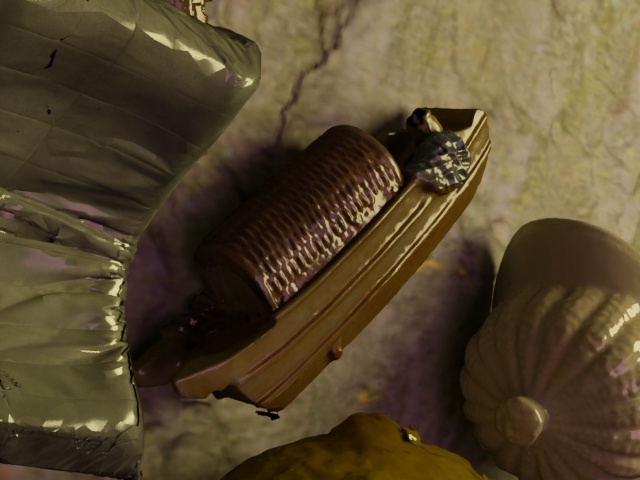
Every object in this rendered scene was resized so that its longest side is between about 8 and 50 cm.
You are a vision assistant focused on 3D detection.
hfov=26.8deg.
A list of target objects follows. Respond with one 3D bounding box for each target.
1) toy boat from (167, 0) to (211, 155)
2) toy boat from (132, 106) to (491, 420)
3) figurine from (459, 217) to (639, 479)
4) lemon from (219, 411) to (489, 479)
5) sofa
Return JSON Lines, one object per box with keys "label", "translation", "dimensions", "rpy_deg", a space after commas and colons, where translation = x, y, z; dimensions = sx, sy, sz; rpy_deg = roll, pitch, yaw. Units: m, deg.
{"label": "toy boat", "translation": [-0.086, -0.123, 0.821], "dimensions": [0.049, 0.047, 0.149], "rpy_deg": [-14, 109, -38]}
{"label": "toy boat", "translation": [0.000, 0.000, 0.898], "dimensions": [0.310, 0.089, 0.115], "rpy_deg": [-44, 123, -24]}
{"label": "figurine", "translation": [0.258, 0.119, 1.092], "dimensions": [0.332, 0.185, 0.204], "rpy_deg": [22, 51, -37]}
{"label": "lemon", "translation": [0.018, 0.272, 0.863], "dimensions": [0.268, 0.268, 0.322], "rpy_deg": [17, 83, -42]}
{"label": "sofa", "translation": [-0.142, -0.020, 0.669], "dimensions": [0.210, 0.176, 0.225], "rpy_deg": [22, 114, -46]}
